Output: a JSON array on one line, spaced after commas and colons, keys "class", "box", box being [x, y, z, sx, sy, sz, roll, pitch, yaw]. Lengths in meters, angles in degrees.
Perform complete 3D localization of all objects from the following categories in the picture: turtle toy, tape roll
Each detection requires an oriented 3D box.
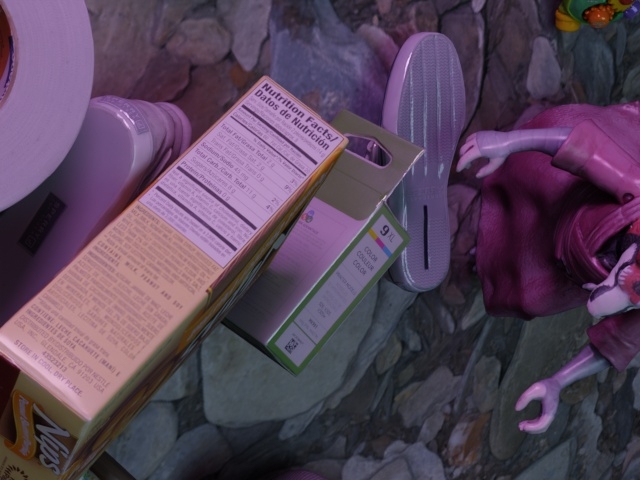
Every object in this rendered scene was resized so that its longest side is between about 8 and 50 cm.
[{"class": "turtle toy", "box": [0.277, -0.244, 1.374, 0.130, 0.066, 0.095, -21, 125, -32]}, {"class": "tape roll", "box": [-0.255, -0.116, 0.910, 0.219, 0.072, 0.219, -1, 92, -33]}]

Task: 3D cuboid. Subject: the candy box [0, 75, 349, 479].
[{"class": "candy box", "box": [-0.120, 0.040, 1.033, 0.316, 0.087, 0.183, -50, 176, -40]}]

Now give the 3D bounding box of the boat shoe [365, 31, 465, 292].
[{"class": "boat shoe", "box": [0.070, -0.069, 1.282, 0.083, 0.076, 0.226, 2, 95, -37]}]

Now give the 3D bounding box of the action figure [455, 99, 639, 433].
[{"class": "action figure", "box": [0.258, 0.008, 1.276, 0.276, 0.370, 0.248, -10, 101, -11]}]

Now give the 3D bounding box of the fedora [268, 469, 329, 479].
[{"class": "fedora", "box": [-0.004, 0.310, 1.355, 0.275, 0.244, 0.124, 54, 28, -11]}]

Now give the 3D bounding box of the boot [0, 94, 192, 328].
[{"class": "boot", "box": [-0.188, 0.002, 1.077, 0.258, 0.095, 0.123, -47, 169, 18]}]

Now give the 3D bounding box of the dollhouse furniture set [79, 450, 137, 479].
[{"class": "dollhouse furniture set", "box": [-0.257, 0.247, 1.099, 0.242, 0.161, 0.212, 34, 88, -46]}]

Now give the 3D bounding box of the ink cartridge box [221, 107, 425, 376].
[{"class": "ink cartridge box", "box": [0.000, 0.000, 1.230, 0.209, 0.109, 0.062, -51, 136, -8]}]
